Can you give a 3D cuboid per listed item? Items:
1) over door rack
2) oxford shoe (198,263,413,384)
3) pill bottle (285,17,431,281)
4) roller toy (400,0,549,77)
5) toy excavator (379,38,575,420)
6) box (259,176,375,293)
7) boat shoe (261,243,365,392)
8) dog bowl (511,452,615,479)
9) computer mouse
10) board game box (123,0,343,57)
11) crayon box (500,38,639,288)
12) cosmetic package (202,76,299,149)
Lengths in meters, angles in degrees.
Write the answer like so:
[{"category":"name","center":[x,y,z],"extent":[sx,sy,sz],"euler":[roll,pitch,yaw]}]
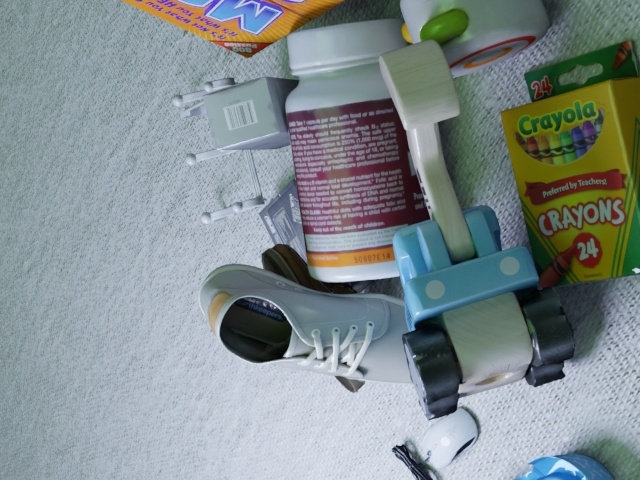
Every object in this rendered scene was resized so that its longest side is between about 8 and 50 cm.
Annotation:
[{"category":"over door rack","center":[-0.204,-0.153,2.236],"extent":[0.324,0.108,0.239],"euler":[168,89,-73]},{"category":"oxford shoe","center":[0.019,0.158,1.945],"extent":[0.130,0.449,0.169],"euler":[-94,22,-63]},{"category":"pill bottle","center":[0.066,-0.145,1.931],"extent":[0.224,0.224,0.392],"euler":[0,101,48]},{"category":"roller toy","center":[0.217,-0.330,1.739],"extent":[0.209,0.191,0.146],"euler":[96,155,-84]},{"category":"toy excavator","center":[0.181,-0.008,1.726],"extent":[0.433,0.222,0.445],"euler":[75,177,-72]},{"category":"box","center":[0.000,0.000,2.168],"extent":[0.183,0.056,0.231],"euler":[-42,70,44]},{"category":"boat shoe","center":[0.011,0.114,2.073],"extent":[0.307,0.104,0.111],"euler":[58,163,-25]},{"category":"dog bowl","center":[0.348,0.430,1.884],"extent":[0.297,0.074,0.166],"euler":[-44,68,44]},{"category":"computer mouse","center":[0.195,0.350,2.055],"extent":[0.106,0.042,0.193],"euler":[57,135,23]},{"category":"board game box","center":[-0.133,-0.555,1.850],"extent":[0.356,0.356,0.356],"euler":[-22,56,48]},{"category":"crayon box","center":[0.373,-0.102,1.708],"extent":[0.202,0.081,0.318],"euler":[-14,89,49]},{"category":"cosmetic package","center":[-0.084,-0.212,2.053],"extent":[0.127,0.238,0.107],"euler":[-14,92,21]}]
